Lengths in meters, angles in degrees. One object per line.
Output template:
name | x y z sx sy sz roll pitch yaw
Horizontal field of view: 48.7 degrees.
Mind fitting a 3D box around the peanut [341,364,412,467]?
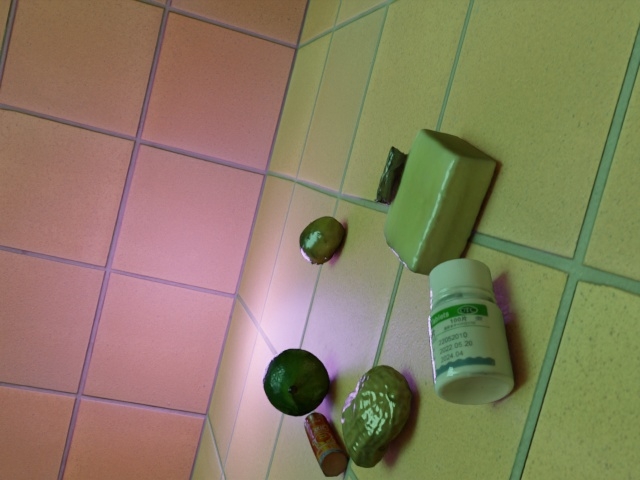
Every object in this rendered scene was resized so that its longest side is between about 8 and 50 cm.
peanut | 0.123 0.388 1.581 0.196 0.110 0.233 -96 23 -47

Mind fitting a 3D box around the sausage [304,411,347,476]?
sausage | 0.006 0.540 1.924 0.274 0.074 0.074 -135 59 -72

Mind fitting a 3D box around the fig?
fig | -0.080 0.423 2.019 0.235 0.203 0.203 -45 -28 -78

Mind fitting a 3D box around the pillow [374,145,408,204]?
pillow | 0.191 -0.142 1.684 0.248 0.049 0.135 8 -77 -68

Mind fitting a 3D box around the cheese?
cheese | 0.245 -0.086 1.521 0.242 0.124 0.265 -123 47 -63

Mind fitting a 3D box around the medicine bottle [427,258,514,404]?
medicine bottle | 0.259 0.158 1.254 0.139 0.139 0.236 123 153 -50

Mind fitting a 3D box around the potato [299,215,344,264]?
potato | 0.000 0.000 2.263 0.137 0.137 0.175 -100 30 -53
